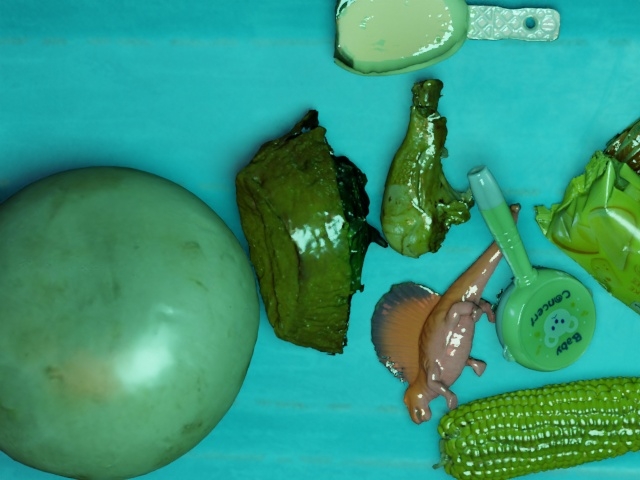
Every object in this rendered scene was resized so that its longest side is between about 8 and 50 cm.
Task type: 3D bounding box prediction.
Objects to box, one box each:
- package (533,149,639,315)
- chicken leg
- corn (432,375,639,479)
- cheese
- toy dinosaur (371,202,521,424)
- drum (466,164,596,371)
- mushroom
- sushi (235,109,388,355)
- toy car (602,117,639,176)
[{"bbox_3d":[0.347,0.006,1.753,0.226,0.090,0.168,40,146,4],"label":"package"},{"bbox_3d":[0.124,-0.078,1.795,0.101,0.085,0.207,8,103,10],"label":"chicken leg"},{"bbox_3d":[0.267,0.210,1.813,0.310,0.101,0.101,-13,97,14],"label":"corn"},{"bbox_3d":[0.140,-0.242,1.781,0.251,0.054,0.127,4,100,9],"label":"cheese"},{"bbox_3d":[0.133,0.073,1.844,0.139,0.070,0.286,22,102,29],"label":"toy dinosaur"},{"bbox_3d":[0.209,0.045,1.765,0.130,0.049,0.253,-49,116,-11],"label":"drum"},{"bbox_3d":[-0.246,0.098,1.823,0.362,0.294,0.362,-2,70,6],"label":"mushroom"},{"bbox_3d":[-0.001,0.000,1.811,0.149,0.140,0.287,-9,100,49],"label":"sushi"},{"bbox_3d":[0.368,-0.115,1.770,0.122,0.035,0.059,-43,86,16],"label":"toy car"}]
